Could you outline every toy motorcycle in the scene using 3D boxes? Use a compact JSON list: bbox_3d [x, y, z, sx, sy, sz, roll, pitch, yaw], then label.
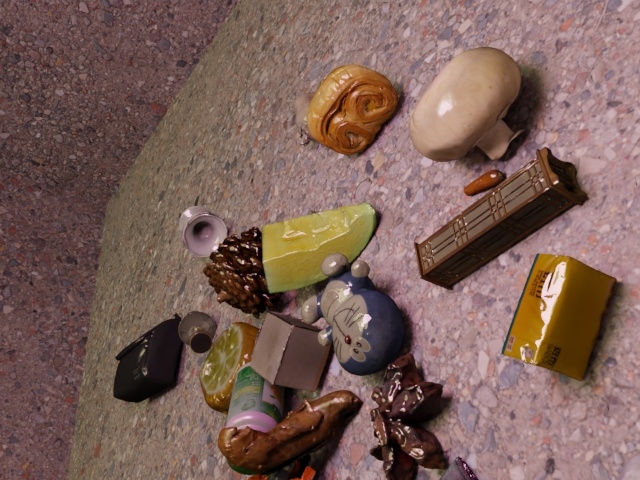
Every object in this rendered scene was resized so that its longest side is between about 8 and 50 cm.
[{"bbox_3d":[-0.124,0.597,1.431,0.325,0.147,0.221,-40,19,49],"label":"toy motorcycle"}]

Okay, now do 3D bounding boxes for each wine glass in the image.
[{"bbox_3d":[-0.429,-0.041,2.288,0.165,0.164,0.196,-65,23,7],"label":"wine glass"}]

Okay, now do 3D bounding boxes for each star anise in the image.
[{"bbox_3d":[0.152,0.341,1.181,0.214,0.098,0.220,-64,30,27],"label":"star anise"}]

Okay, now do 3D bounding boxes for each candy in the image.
[{"bbox_3d":[-0.235,0.354,1.770,0.260,0.118,0.260,-36,42,41],"label":"candy"}]

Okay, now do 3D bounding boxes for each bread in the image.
[{"bbox_3d":[0.075,-0.335,1.603,0.236,0.198,0.120,-51,30,29],"label":"bread"}]

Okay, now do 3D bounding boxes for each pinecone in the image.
[{"bbox_3d":[-0.188,0.081,1.754,0.257,0.243,0.243,-46,32,-2],"label":"pinecone"}]

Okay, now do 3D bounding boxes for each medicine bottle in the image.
[{"bbox_3d":[-0.156,0.420,1.515,0.133,0.133,0.274,-54,15,24],"label":"medicine bottle"}]

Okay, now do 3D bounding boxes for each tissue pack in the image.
[{"bbox_3d":[0.362,0.115,0.957,0.082,0.119,0.169,18,86,61],"label":"tissue pack"}]

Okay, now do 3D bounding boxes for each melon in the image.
[{"bbox_3d":[0.000,0.000,1.579,0.323,0.124,0.196,-17,62,17],"label":"melon"}]

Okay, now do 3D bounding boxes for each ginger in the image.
[{"bbox_3d":[-0.064,0.410,1.352,0.107,0.309,0.133,27,127,58],"label":"ginger"}]

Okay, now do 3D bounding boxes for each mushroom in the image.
[{"bbox_3d":[0.291,-0.247,1.229,0.246,0.202,0.246,-44,-6,-6],"label":"mushroom"}]

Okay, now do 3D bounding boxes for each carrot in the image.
[{"bbox_3d":[0.321,-0.113,1.248,0.093,0.032,0.032,-31,48,54],"label":"carrot"}]

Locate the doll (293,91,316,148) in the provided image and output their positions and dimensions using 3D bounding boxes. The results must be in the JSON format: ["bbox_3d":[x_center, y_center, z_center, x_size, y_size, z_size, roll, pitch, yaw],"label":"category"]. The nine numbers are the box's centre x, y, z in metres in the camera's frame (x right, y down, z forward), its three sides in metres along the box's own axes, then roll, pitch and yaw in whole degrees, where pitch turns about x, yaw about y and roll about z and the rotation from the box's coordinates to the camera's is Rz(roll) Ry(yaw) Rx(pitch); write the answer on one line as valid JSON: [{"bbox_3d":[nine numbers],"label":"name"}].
[{"bbox_3d":[-0.025,-0.372,1.889,0.149,0.095,0.192,-50,33,26],"label":"doll"}]

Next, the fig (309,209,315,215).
[{"bbox_3d":[-0.028,-0.053,1.757,0.050,0.050,0.083,-45,21,36],"label":"fig"}]

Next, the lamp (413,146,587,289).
[{"bbox_3d":[0.313,-0.030,1.153,0.325,0.089,0.090,-40,40,39],"label":"lamp"}]

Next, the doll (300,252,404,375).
[{"bbox_3d":[0.073,0.167,1.353,0.228,0.153,0.258,-63,29,25],"label":"doll"}]

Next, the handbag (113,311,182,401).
[{"bbox_3d":[-0.632,0.419,2.300,0.301,0.177,0.275,-36,44,43],"label":"handbag"}]

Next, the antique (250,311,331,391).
[{"bbox_3d":[-0.064,0.263,1.519,0.146,0.147,0.152,16,87,60],"label":"antique"}]

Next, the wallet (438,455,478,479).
[{"bbox_3d":[0.215,0.462,1.072,0.166,0.030,0.111,-57,28,18],"label":"wallet"}]

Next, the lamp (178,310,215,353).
[{"bbox_3d":[-0.398,0.293,2.052,0.121,0.121,0.214,-67,17,5],"label":"lamp"}]
